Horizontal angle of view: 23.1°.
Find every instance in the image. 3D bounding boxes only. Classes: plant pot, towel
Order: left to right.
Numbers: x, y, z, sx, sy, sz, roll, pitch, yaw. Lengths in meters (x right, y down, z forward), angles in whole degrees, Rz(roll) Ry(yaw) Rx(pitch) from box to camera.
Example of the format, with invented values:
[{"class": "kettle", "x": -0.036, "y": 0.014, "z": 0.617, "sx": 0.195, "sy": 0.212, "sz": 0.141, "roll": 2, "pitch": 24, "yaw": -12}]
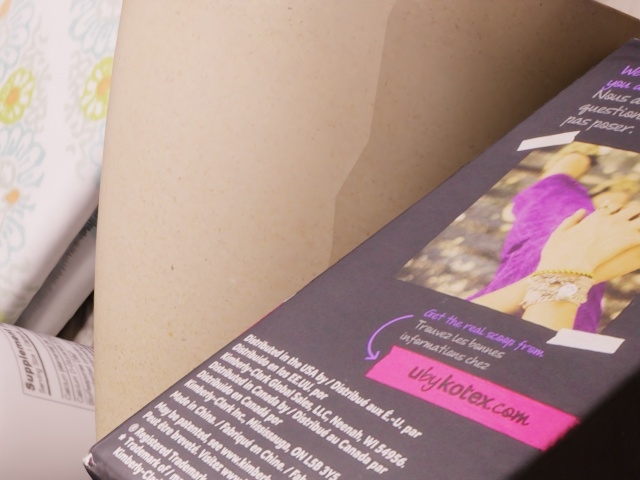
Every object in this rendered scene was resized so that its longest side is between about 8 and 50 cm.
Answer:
[{"class": "towel", "x": -0.181, "y": -0.130, "z": 1.102, "sx": 0.374, "sy": 0.090, "sz": 0.320, "roll": -52, "pitch": 45, "yaw": 21}, {"class": "plant pot", "x": 0.000, "y": 0.000, "z": 0.717, "sx": 0.256, "sy": 0.256, "sz": 0.274, "roll": 29, "pitch": 102, "yaw": 51}]

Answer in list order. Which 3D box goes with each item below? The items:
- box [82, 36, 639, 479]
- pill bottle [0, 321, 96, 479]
[{"class": "box", "x": 0.086, "y": 0.075, "z": 0.541, "sx": 0.270, "sy": 0.165, "sz": 0.143, "roll": -36, "pitch": 33, "yaw": -21}, {"class": "pill bottle", "x": -0.162, "y": 0.126, "z": 0.809, "sx": 0.160, "sy": 0.283, "sz": 0.160, "roll": -23, "pitch": 58, "yaw": 42}]
